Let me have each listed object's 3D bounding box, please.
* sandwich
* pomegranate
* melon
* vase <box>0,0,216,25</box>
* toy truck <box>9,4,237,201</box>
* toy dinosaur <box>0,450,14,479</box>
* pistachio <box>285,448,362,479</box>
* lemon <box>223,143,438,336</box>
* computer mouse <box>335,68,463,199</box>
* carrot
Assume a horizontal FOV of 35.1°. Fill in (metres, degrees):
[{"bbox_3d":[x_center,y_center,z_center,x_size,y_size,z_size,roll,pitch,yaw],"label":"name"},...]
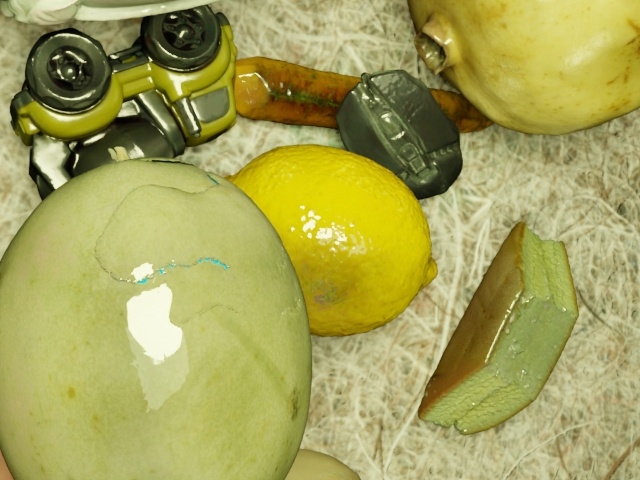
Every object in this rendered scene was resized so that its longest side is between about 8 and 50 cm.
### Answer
[{"bbox_3d":[0.210,0.103,1.122,0.094,0.096,0.258,30,83,-23],"label":"sandwich"},{"bbox_3d":[0.227,-0.271,1.007,0.332,0.332,0.333,0,91,-20],"label":"pomegranate"},{"bbox_3d":[-0.141,0.087,0.828,0.268,0.268,0.330,-9,96,-19],"label":"melon"},{"bbox_3d":[-0.226,-0.283,0.805,0.445,0.250,0.250,-11,95,15],"label":"vase"},{"bbox_3d":[-0.171,-0.118,0.943,0.224,0.147,0.165,-25,91,-21],"label":"toy truck"},{"bbox_3d":[-0.295,0.246,0.895,0.152,0.177,0.194,24,81,-19],"label":"toy dinosaur"},{"bbox_3d":[-0.056,0.269,1.000,0.223,0.152,0.126,3,94,-2],"label":"pistachio"},{"bbox_3d":[0.000,0.000,0.994,0.256,0.188,0.188,16,85,-12],"label":"lemon"},{"bbox_3d":[0.091,-0.097,1.051,0.105,0.062,0.192,-33,136,11],"label":"computer mouse"},{"bbox_3d":[0.050,-0.148,1.079,0.314,0.066,0.066,3,90,-23],"label":"carrot"}]
